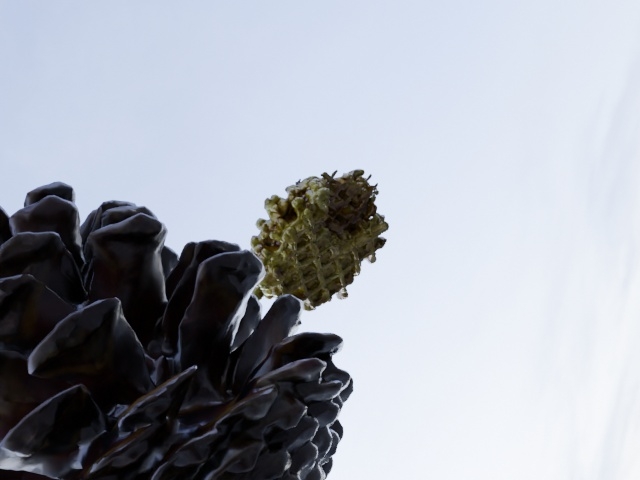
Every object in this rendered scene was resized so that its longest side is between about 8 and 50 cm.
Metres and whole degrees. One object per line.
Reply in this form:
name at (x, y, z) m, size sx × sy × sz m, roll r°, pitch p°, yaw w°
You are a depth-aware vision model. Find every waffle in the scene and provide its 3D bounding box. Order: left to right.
waffle at (0.000, 0.000, 0.988) m, size 0.193 × 0.070 × 0.197 m, roll -11°, pitch -52°, yaw -37°

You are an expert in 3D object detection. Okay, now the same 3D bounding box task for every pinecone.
pinecone at (-0.123, 0.092, 0.458) m, size 0.246 × 0.292 × 0.246 m, roll -31°, pitch -34°, yaw -24°
